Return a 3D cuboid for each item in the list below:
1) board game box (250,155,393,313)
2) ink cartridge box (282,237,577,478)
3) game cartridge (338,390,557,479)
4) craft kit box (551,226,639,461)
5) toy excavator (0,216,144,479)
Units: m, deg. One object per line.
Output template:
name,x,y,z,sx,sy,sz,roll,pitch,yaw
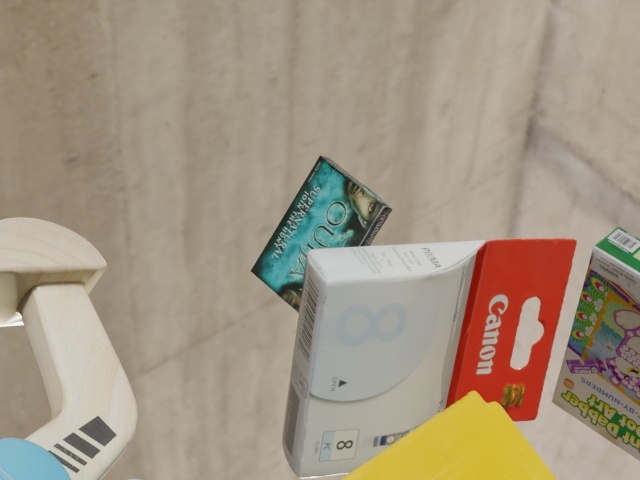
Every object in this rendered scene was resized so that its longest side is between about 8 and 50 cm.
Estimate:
board game box,0.000,0.000,1.765,0.126,0.026,0.186,39,-74,30
ink cartridge box,0.154,0.154,1.783,0.091,0.385,0.308,-120,-148,-56
game cartridge,0.154,0.361,1.568,0.285,0.323,0.053,54,-31,14
craft kit box,0.383,0.145,1.453,0.250,0.061,0.247,33,-40,29
toy excavator,-0.204,0.211,0.991,0.433,0.445,0.222,42,-59,7
